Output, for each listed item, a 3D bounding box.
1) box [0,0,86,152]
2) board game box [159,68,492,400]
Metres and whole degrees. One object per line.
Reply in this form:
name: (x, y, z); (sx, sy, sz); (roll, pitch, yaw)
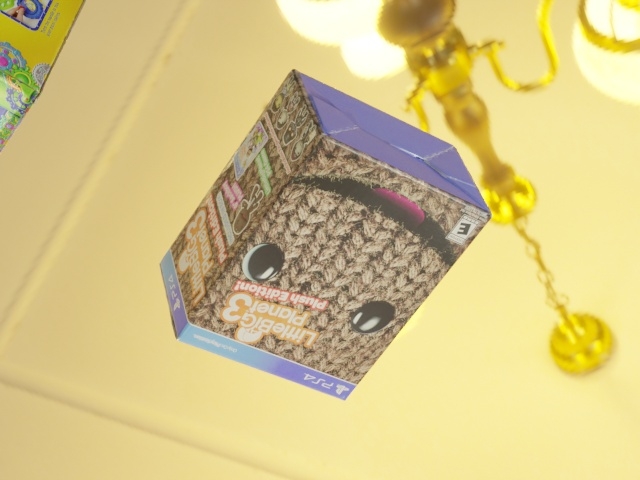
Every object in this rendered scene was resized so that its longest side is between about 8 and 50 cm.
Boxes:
box: (-0.415, -0.180, 1.363); (0.290, 0.279, 0.177); (-44, -157, 44)
board game box: (0.000, 0.000, 1.582); (0.291, 0.232, 0.141); (-54, -149, 24)
